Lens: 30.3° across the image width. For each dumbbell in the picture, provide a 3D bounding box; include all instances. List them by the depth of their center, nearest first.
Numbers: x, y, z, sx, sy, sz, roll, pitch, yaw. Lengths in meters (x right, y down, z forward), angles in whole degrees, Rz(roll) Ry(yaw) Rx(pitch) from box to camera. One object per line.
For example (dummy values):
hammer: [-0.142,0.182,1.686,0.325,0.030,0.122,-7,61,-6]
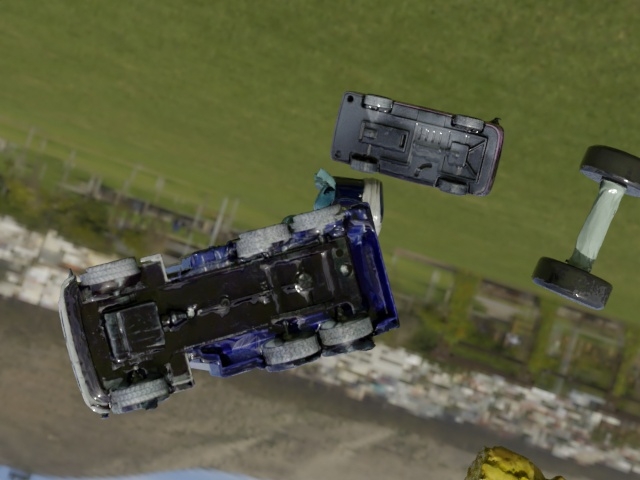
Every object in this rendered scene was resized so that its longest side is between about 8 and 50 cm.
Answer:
dumbbell: [0.344,-0.016,1.479,0.100,0.191,0.100,24,180,0]

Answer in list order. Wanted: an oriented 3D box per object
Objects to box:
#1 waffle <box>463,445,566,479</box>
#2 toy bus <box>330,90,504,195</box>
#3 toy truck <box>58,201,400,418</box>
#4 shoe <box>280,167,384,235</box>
waffle: [0.215,0.323,1.171,0.219,0.229,0.057,26,-137,3]
toy bus: [0.109,-0.105,1.264,0.178,0.087,0.098,16,-171,19]
toy truck: [-0.085,0.057,0.989,0.268,0.124,0.155,-14,-179,-20]
shoe: [0.000,0.000,1.409,0.106,0.207,0.091,16,-141,-12]
